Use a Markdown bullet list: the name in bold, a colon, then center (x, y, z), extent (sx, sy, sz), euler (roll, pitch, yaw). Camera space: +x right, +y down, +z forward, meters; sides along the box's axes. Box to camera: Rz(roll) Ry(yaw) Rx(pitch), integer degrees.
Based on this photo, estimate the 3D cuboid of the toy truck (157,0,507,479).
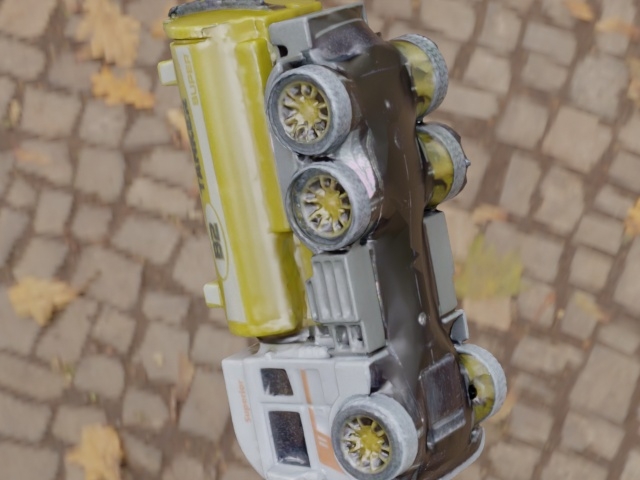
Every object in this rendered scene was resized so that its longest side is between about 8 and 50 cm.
- **toy truck**: center (0.000, 0.000, 0.470), extent (0.052, 0.063, 0.123), euler (-23, 106, -52)
